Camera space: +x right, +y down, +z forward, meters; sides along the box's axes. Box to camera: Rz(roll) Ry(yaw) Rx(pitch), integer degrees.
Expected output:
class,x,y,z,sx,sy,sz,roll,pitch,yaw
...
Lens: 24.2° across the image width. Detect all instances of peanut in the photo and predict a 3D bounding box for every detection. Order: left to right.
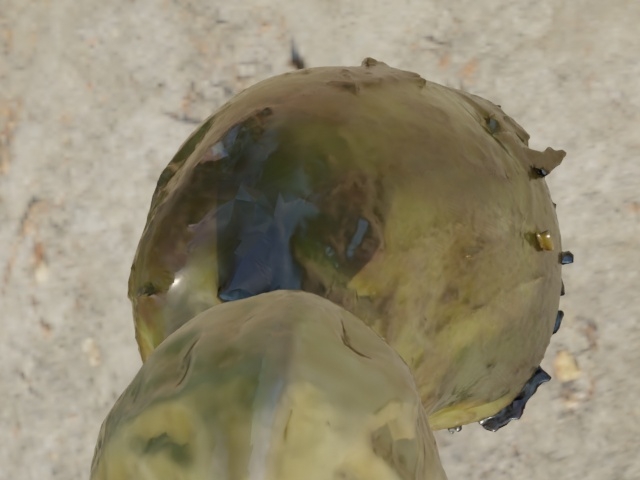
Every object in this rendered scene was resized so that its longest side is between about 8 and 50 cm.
class,x,y,z,sx,sy,sz,roll,pitch,yaw
peanut,-0.023,0.108,0.599,0.140,0.153,0.325,24,158,3

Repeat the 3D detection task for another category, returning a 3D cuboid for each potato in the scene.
class,x,y,z,sx,sy,sz,roll,pitch,yaw
potato,0.000,0.000,0.933,0.301,0.237,0.288,-12,68,15
